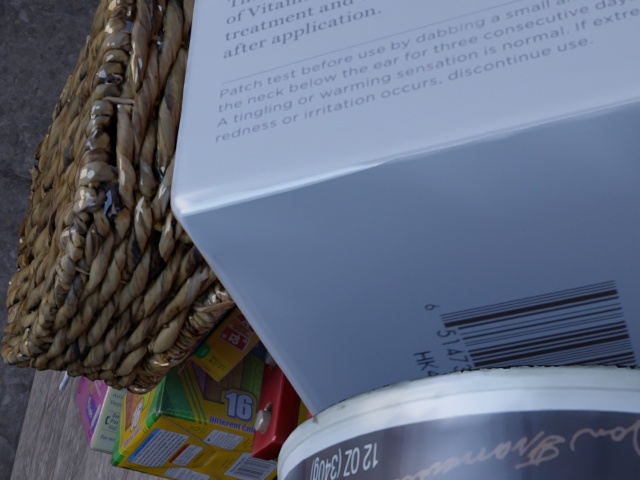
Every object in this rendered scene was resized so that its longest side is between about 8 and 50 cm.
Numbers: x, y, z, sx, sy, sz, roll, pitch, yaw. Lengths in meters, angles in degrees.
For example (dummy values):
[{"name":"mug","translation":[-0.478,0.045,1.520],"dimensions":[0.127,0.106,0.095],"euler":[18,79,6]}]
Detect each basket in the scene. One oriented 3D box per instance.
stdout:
[{"name":"basket","translation":[-0.076,-0.005,0.795],"dimensions":[0.299,0.223,0.213],"euler":[137,142,-57]}]

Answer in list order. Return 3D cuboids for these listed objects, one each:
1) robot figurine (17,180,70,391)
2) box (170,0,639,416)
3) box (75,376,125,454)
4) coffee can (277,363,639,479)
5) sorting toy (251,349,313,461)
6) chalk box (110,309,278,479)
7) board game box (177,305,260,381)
[{"name":"robot figurine","translation":[-0.277,0.018,1.519],"dimensions":[0.300,0.200,0.353],"euler":[-21,-50,-54]},{"name":"box","translation":[0.070,-0.090,0.487],"dimensions":[0.215,0.168,0.345],"euler":[62,-158,-45]},{"name":"box","translation":[-0.177,0.101,1.316],"dimensions":[0.213,0.117,0.243],"euler":[-153,80,-73]},{"name":"coffee can","translation":[0.071,0.199,0.321],"dimensions":[0.201,0.202,0.275],"euler":[132,150,-54]},{"name":"sorting toy","translation":[0.019,0.142,0.720],"dimensions":[0.257,0.089,0.255],"euler":[136,146,-57]},{"name":"chalk box","translation":[-0.083,0.089,1.012],"dimensions":[0.132,0.132,0.213],"euler":[129,152,-50]},{"name":"board game box","translation":[0.000,0.000,0.828],"dimensions":[0.259,0.039,0.124],"euler":[-44,4,29]}]
